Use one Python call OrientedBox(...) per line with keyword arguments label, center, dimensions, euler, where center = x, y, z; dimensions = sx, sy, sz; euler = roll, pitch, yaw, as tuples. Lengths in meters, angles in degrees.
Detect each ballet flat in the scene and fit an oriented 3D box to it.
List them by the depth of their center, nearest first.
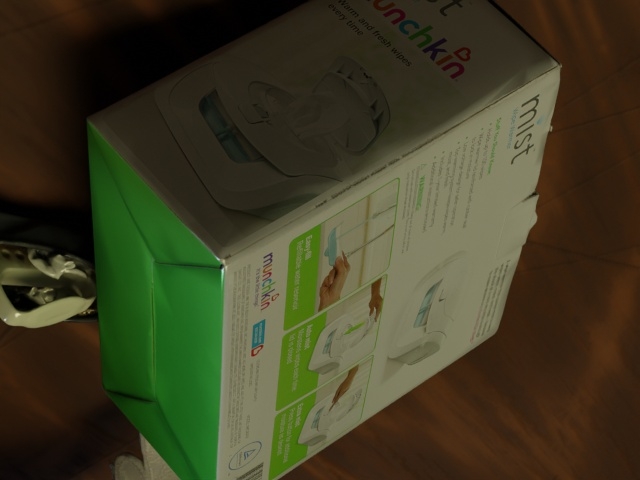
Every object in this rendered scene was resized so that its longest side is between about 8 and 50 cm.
OrientedBox(label="ballet flat", center=(-0.194, 0.016, 1.063), dimensions=(0.203, 0.074, 0.074), euler=(9, 133, -43))

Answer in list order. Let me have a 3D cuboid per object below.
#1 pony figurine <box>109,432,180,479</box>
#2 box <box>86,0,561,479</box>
OrientedBox(label="pony figurine", center=(-0.174, 0.274, 1.248), dimensions=(0.303, 0.351, 0.363), euler=(-5, 161, -25))
OrientedBox(label="box", center=(0.000, 0.000, 1.074), dimensions=(0.231, 0.127, 0.262), euler=(-32, 152, -24))
